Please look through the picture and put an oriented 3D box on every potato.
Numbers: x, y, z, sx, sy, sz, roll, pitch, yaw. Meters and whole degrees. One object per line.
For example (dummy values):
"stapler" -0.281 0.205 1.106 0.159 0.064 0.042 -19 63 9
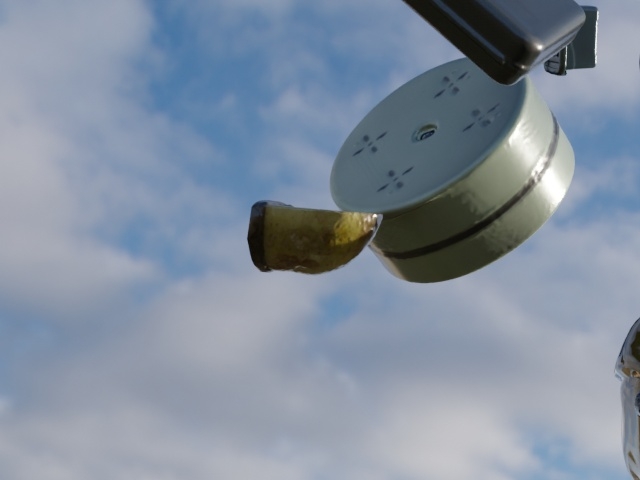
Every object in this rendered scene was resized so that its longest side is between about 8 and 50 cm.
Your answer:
"potato" 0.000 0.000 1.219 0.103 0.066 0.096 5 3 27

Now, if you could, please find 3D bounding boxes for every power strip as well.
"power strip" 0.182 -0.099 1.992 0.357 0.357 0.161 -11 -50 39

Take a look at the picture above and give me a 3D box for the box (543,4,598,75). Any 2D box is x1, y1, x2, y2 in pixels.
"box" 0.327 -0.265 1.766 0.054 0.099 0.074 -1 12 -6

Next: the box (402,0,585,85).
"box" 0.097 -0.221 1.071 0.230 0.160 0.050 42 -59 7

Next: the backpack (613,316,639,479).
"backpack" 0.285 0.142 0.638 0.378 0.201 0.353 45 -14 -29
